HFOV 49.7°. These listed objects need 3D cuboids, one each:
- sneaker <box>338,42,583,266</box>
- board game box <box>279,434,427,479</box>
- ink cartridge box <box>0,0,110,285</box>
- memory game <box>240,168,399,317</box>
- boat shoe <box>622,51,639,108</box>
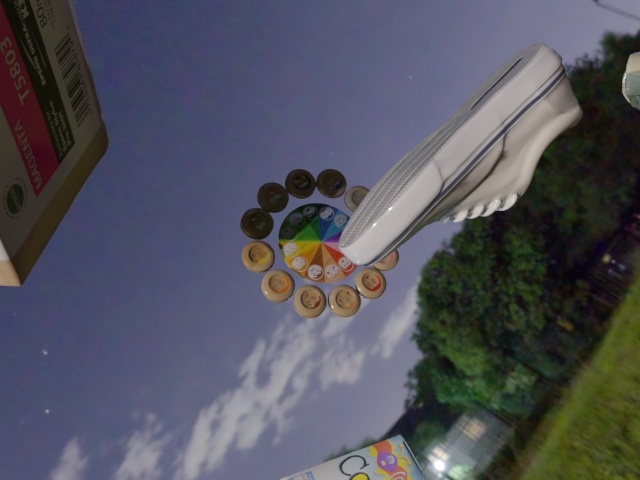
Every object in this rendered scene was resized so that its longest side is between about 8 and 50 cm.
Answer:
[{"bbox_3d":[0.131,-0.057,0.599,0.258,0.091,0.094,-43,13,-4],"label":"sneaker"},{"bbox_3d":[0.050,0.370,0.757,0.142,0.144,0.275,-15,-49,-16],"label":"board game box"},{"bbox_3d":[-0.252,-0.112,0.511,0.234,0.088,0.193,89,-171,-45],"label":"ink cartridge box"},{"bbox_3d":[0.000,0.000,0.777,0.186,0.186,0.012,-43,-7,-26],"label":"memory game"},{"bbox_3d":[0.457,-0.217,0.927,0.302,0.094,0.109,-7,-76,-67],"label":"boat shoe"}]
